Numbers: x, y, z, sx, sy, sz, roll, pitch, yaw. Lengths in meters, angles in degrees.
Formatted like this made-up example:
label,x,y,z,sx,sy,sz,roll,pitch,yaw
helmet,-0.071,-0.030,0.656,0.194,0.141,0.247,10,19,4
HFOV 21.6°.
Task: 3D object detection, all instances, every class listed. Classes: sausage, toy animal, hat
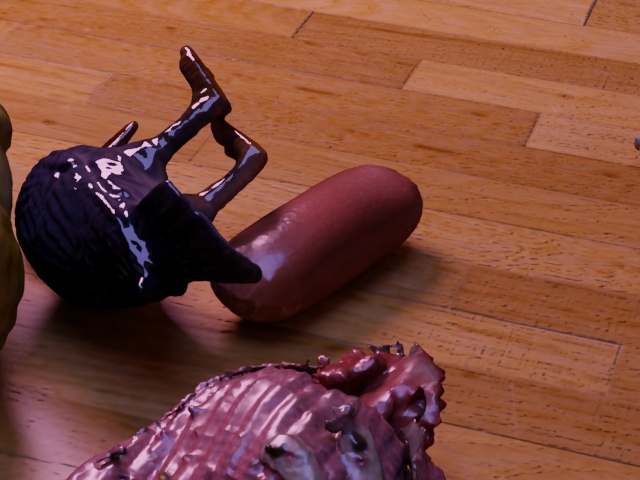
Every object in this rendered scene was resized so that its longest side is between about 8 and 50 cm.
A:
label,x,y,z,sx,sy,sz,roll,pitch,yaw
sausage,0.000,0.000,1.198,0.077,0.077,0.194,25,39,32
toy animal,-0.126,-0.027,1.154,0.185,0.122,0.298,-33,29,-1
hat,-0.019,0.144,0.940,0.237,0.107,0.286,29,45,21

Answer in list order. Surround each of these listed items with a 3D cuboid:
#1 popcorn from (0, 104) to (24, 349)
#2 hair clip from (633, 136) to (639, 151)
label,x,y,z,sx,sy,sz,roll,pitch,yaw
popcorn,-0.320,-0.024,1.122,0.225,0.173,0.286,2,33,-17
hair clip,0.329,-0.041,1.310,0.060,0.033,0.188,-17,35,-30
